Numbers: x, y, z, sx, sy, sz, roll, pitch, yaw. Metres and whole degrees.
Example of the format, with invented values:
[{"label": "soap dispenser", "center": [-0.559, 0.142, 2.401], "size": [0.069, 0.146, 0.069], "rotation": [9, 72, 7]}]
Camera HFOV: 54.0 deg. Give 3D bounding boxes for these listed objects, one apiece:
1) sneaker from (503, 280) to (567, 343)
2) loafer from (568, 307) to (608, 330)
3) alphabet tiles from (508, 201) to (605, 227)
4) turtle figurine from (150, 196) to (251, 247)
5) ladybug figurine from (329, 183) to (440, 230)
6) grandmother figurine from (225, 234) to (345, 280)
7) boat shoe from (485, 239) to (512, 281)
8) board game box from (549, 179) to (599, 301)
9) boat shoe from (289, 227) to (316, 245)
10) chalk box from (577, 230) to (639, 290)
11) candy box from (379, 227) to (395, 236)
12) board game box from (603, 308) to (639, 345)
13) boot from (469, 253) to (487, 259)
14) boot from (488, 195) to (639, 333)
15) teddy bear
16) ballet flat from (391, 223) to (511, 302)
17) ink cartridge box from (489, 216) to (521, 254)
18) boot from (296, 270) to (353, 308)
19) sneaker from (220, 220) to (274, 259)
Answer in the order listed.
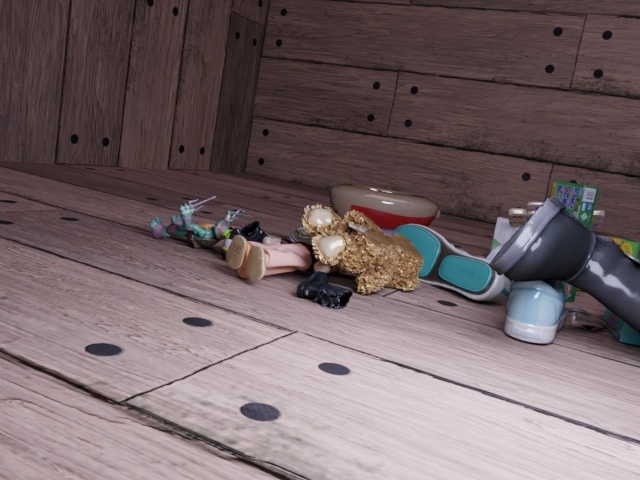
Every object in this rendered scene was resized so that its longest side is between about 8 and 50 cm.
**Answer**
[{"label": "sneaker", "center": [0.479, 0.112, 1.364], "size": [0.135, 0.150, 0.366], "rotation": [14, 10, 15]}, {"label": "loafer", "center": [0.596, 0.184, 1.406], "size": [0.125, 0.039, 0.045], "rotation": [23, -20, -30]}, {"label": "alphabet tiles", "center": [0.747, -0.070, 2.004], "size": [0.284, 0.021, 0.278], "rotation": [2, -14, 18]}, {"label": "turtle figurine", "center": [-0.305, -0.038, 1.596], "size": [0.234, 0.118, 0.175], "rotation": [-3, -13, 28]}, {"label": "ladybug figurine", "center": [0.251, -0.120, 2.517], "size": [0.450, 0.161, 0.305], "rotation": [10, 9, 8]}, {"label": "grandmother figurine", "center": [-0.056, 0.040, 1.456], "size": [0.343, 0.104, 0.208], "rotation": [4, 26, -48]}, {"label": "boat shoe", "center": [0.591, 0.070, 1.923], "size": [0.119, 0.121, 0.335], "rotation": [44, 28, 17]}, {"label": "board game box", "center": [0.688, -0.006, 1.780], "size": [0.046, 0.317, 0.213], "rotation": [8, 9, -3]}, {"label": "boat shoe", "center": [0.000, 0.000, 1.735], "size": [0.109, 0.094, 0.302], "rotation": [5, 10, -26]}, {"label": "chalk box", "center": [0.862, 0.066, 1.952], "size": [0.289, 0.180, 0.179], "rotation": [9, 9, 6]}, {"label": "candy box", "center": [0.234, 0.011, 1.984], "size": [0.165, 0.070, 0.196], "rotation": [5, 10, -27]}, {"label": "board game box", "center": [0.755, 0.206, 1.390], "size": [0.211, 0.047, 0.160], "rotation": [11, 9, 9]}, {"label": "boot", "center": [0.471, 0.068, 1.997], "size": [0.119, 0.042, 0.087], "rotation": [14, 16, 30]}, {"label": "boot", "center": [0.550, 0.111, 1.142], "size": [0.445, 0.146, 0.367], "rotation": [43, 32, 14]}, {"label": "teddy bear", "center": [0.090, 0.027, 1.455], "size": [0.338, 0.113, 0.245], "rotation": [5, 39, -52]}, {"label": "ballet flat", "center": [0.333, 0.070, 1.632], "size": [0.139, 0.139, 0.400], "rotation": [4, 15, -32]}, {"label": "ink cartridge box", "center": [0.717, 0.011, 2.207], "size": [0.213, 0.154, 0.093], "rotation": [12, 5, 20]}, {"label": "boot", "center": [0.018, 0.101, 1.290], "size": [0.099, 0.045, 0.121], "rotation": [11, 16, 24]}, {"label": "sneaker", "center": [-0.146, 0.002, 1.566], "size": [0.084, 0.097, 0.235], "rotation": [17, 12, 38]}]
